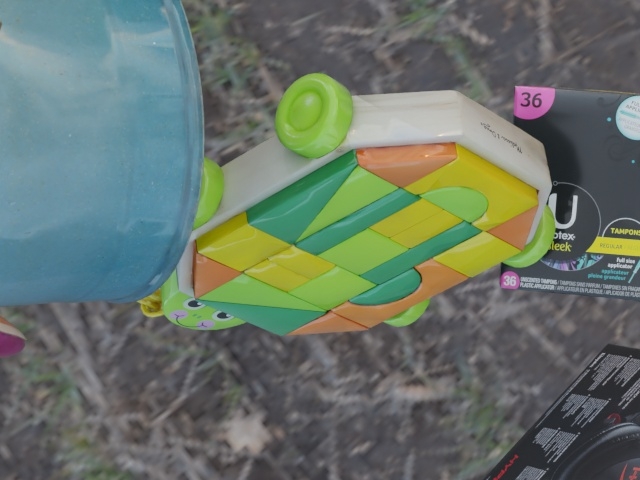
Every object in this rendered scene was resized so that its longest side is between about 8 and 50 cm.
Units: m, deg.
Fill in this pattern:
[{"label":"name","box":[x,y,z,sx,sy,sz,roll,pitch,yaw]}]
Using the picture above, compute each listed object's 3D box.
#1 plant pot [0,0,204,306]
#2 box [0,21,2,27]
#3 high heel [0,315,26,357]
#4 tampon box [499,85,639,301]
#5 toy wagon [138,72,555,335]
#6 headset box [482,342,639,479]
[{"label":"plant pot","box":[-0.253,-0.076,1.225,0.271,0.255,0.272,19,113,54]},{"label":"box","box":[-0.275,-0.046,1.010,0.164,0.021,0.201,17,96,-6]},{"label":"high heel","box":[-0.348,0.098,1.601,0.082,0.244,0.117,31,95,27]},{"label":"tampon box","box":[0.212,-0.040,1.509,0.120,0.101,0.161,4,95,12]},{"label":"toy wagon","box":[0.000,0.000,1.402,0.344,0.267,0.068,-29,54,30]},{"label":"headset box","box":[0.293,0.208,1.552,0.293,0.218,0.110,7,135,55]}]
